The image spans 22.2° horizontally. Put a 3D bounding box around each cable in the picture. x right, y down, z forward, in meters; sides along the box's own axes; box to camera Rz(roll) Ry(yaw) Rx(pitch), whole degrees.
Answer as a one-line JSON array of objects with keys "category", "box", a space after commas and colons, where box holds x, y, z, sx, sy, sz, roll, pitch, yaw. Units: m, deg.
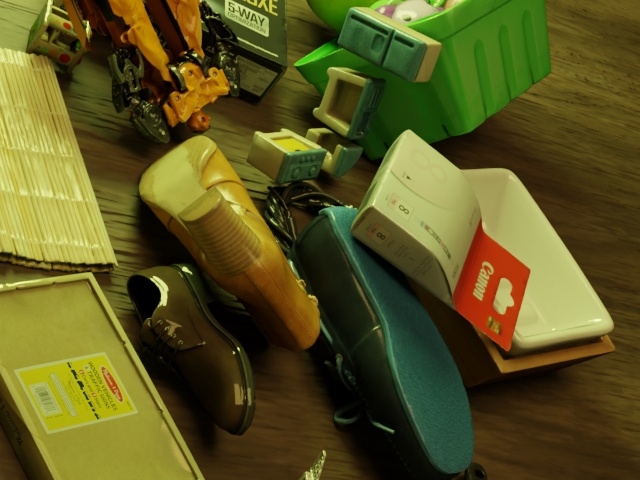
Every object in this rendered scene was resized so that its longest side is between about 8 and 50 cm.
[{"category": "cable", "box": [0.000, 0.000, 1.983, 0.184, 0.047, 0.150, 39, 44, 4]}]

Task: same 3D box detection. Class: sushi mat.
[{"category": "sushi mat", "box": [-0.329, -0.097, 1.804, 0.151, 0.019, 0.316, 7, 48, -38]}]

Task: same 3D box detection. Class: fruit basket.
[{"category": "fruit basket", "box": [0.116, -0.330, 2.221, 0.392, 0.283, 0.392, 24, 59, -48]}]

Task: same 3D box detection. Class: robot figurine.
[{"category": "robot figurine", "box": [-0.206, -0.258, 1.934, 0.211, 0.085, 0.291, -37, 111, -41]}]

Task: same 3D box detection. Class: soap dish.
[{"category": "soap dish", "box": [0.212, 0.048, 2.054, 0.229, 0.118, 0.291, -6, 57, -45]}]

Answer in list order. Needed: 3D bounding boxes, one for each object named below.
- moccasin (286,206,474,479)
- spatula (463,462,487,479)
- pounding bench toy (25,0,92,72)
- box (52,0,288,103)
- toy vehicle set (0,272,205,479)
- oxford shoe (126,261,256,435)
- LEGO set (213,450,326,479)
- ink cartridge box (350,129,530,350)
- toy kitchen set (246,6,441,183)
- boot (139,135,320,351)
[{"category": "moccasin", "box": [0.066, 0.127, 1.848, 0.137, 0.117, 0.342, 9, 51, -48]}, {"category": "spatula", "box": [0.171, 0.362, 1.769, 0.084, 0.030, 0.296, 23, 40, -20]}, {"category": "pounding bench toy", "box": [-0.299, -0.251, 1.932, 0.065, 0.083, 0.052, 23, 40, -21]}, {"category": "box", "box": [-0.191, -0.334, 2.119, 0.307, 0.076, 0.242, 23, 40, -22]}, {"category": "toy vehicle set", "box": [-0.241, 0.155, 1.609, 0.166, 0.035, 0.267, -7, 58, -45]}, {"category": "oxford shoe", "box": [-0.142, 0.117, 1.706, 0.096, 0.083, 0.227, 0, 41, -39]}, {"category": "LEGO set", "box": [-0.001, 0.313, 1.623, 0.244, 0.060, 0.182, 45, 28, 16]}, {"category": "ink cartridge box", "box": [0.157, -0.004, 1.904, 0.232, 0.066, 0.189, 34, 34, -5]}, {"category": "toy kitchen set", "box": [0.027, -0.168, 1.993, 0.122, 0.207, 0.166, 29, 21, 28]}, {"category": "boot", "box": [-0.099, 0.009, 1.840, 0.211, 0.104, 0.295, 56, -1, -25]}]
